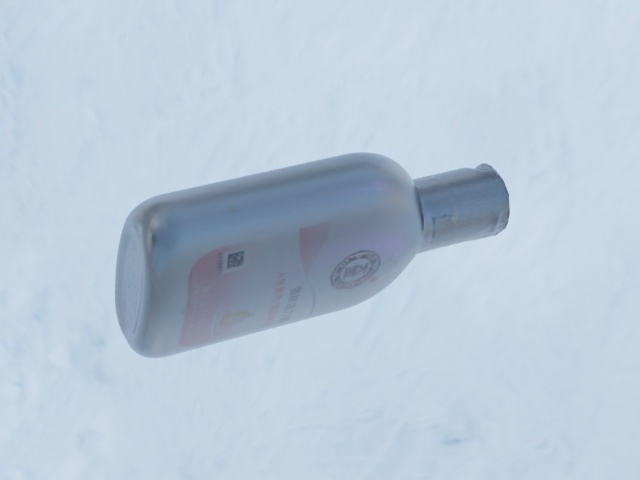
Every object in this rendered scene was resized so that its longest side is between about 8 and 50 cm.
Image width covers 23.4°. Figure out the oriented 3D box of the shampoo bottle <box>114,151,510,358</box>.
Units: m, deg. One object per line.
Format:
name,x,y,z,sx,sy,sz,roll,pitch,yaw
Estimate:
shampoo bottle,0.000,0.000,0.622,0.165,0.080,0.040,-13,49,-25
